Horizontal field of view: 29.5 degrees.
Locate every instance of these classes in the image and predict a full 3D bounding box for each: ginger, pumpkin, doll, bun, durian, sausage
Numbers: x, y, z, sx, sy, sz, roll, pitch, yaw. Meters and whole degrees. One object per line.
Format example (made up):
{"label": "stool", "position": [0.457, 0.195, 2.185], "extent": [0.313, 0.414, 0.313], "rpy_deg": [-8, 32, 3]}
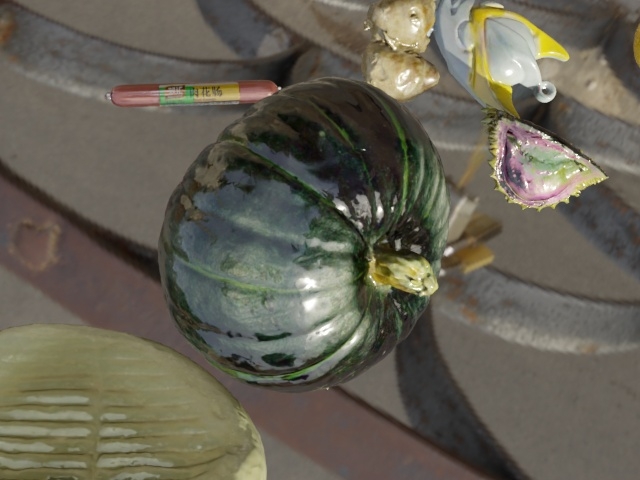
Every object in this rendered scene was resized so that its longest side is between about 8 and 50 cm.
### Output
{"label": "ginger", "position": [0.108, -0.277, 1.544], "extent": [0.104, 0.080, 0.204], "rpy_deg": [7, 94, 2]}
{"label": "pumpkin", "position": [0.000, 0.000, 0.936], "extent": [0.216, 0.250, 0.249], "rpy_deg": [17, 118, 37]}
{"label": "doll", "position": [0.213, -0.307, 1.751], "extent": [0.316, 0.145, 0.103], "rpy_deg": [37, 132, 6]}
{"label": "bun", "position": [-0.143, 0.158, 0.689], "extent": [0.229, 0.229, 0.145], "rpy_deg": [19, 127, 16]}
{"label": "durian", "position": [0.280, -0.105, 1.667], "extent": [0.187, 0.119, 0.108], "rpy_deg": [27, 103, -8]}
{"label": "sausage", "position": [-0.155, -0.182, 1.507], "extent": [0.223, 0.029, 0.029], "rpy_deg": [-4, 113, -14]}

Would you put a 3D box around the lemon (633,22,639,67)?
{"label": "lemon", "position": [0.485, -0.267, 1.651], "extent": [0.114, 0.155, 0.114], "rpy_deg": [4, 97, 33]}
